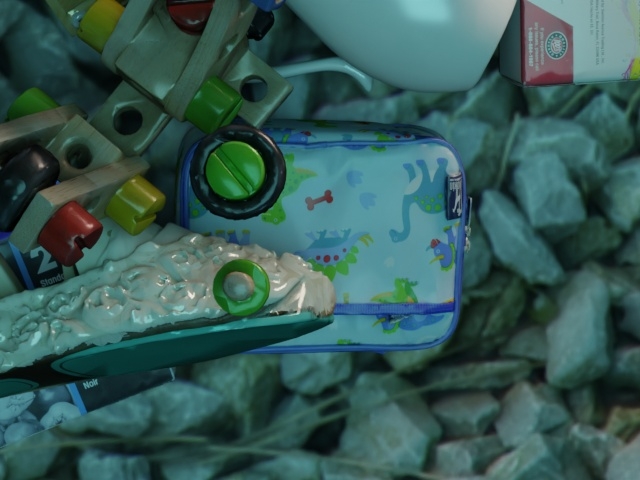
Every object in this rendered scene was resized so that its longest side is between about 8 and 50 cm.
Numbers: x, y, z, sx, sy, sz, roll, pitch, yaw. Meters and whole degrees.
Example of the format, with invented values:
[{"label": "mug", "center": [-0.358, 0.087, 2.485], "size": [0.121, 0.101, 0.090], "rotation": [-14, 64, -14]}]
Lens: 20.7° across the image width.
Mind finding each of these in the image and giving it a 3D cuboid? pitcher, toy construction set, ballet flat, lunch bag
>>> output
[{"label": "pitcher", "center": [0.022, -0.168, 1.270], "size": [0.207, 0.125, 0.178], "rotation": [24, 118, -3]}, {"label": "toy construction set", "center": [-0.152, -0.108, 1.157], "size": [0.309, 0.237, 0.257], "rotation": [13, 89, 4]}, {"label": "ballet flat", "center": [-0.199, 0.046, 1.205], "size": [0.409, 0.147, 0.147], "rotation": [-15, 104, 4]}, {"label": "lunch bag", "center": [0.000, 0.000, 1.308], "size": [0.219, 0.090, 0.176], "rotation": [2, 104, -8]}]

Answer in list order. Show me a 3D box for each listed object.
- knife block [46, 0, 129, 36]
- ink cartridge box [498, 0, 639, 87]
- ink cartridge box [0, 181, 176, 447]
[{"label": "knife block", "center": [-0.229, -0.305, 1.220], "size": [0.088, 0.242, 0.276], "rotation": [-32, 149, -1]}, {"label": "ink cartridge box", "center": [0.226, -0.185, 1.312], "size": [0.175, 0.072, 0.127], "rotation": [-4, 102, -8]}, {"label": "ink cartridge box", "center": [-0.238, 0.044, 1.300], "size": [0.206, 0.045, 0.208], "rotation": [-22, 103, -3]}]
